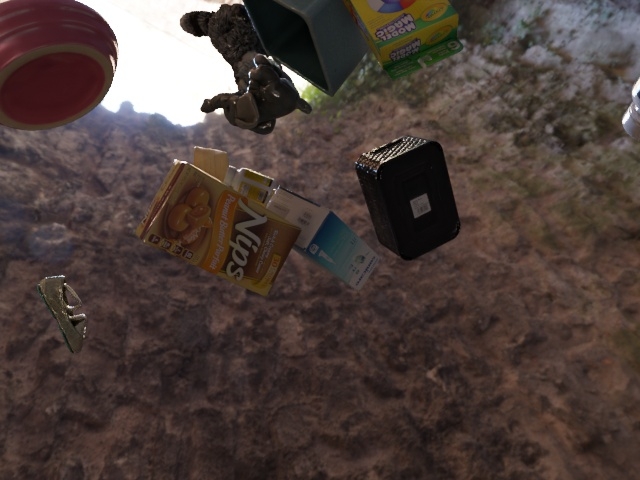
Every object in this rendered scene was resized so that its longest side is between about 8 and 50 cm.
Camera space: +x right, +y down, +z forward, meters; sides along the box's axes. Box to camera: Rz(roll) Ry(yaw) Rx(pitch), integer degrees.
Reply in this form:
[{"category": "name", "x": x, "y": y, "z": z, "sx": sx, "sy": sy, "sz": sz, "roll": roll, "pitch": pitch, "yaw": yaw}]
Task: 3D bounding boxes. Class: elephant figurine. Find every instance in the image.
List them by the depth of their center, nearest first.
[{"category": "elephant figurine", "x": -0.180, "y": -0.354, "z": 1.288, "sx": 0.169, "sy": 0.239, "sz": 0.185, "roll": 30, "pitch": -153, "yaw": -41}]

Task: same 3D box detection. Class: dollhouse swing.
[{"category": "dollhouse swing", "x": -0.290, "y": -0.124, "z": 1.741, "sx": 0.305, "sy": 0.346, "sz": 0.315, "roll": -3, "pitch": -141, "yaw": -10}]

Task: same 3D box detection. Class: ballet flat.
[{"category": "ballet flat", "x": -0.463, "y": 0.139, "z": 0.894, "sx": 0.053, "sy": 0.168, "sz": 0.057, "roll": -20, "pitch": -148, "yaw": -17}]

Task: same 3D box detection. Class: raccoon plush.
[{"category": "raccoon plush", "x": -0.309, "y": -0.632, "z": 1.694, "sx": 0.447, "sy": 0.298, "sz": 0.216, "roll": 15, "pitch": -167, "yaw": 41}]

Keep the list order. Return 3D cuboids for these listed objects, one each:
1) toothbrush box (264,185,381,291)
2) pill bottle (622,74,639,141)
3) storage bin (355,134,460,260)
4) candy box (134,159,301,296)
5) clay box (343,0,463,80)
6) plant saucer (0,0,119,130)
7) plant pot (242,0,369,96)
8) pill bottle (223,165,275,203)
[{"category": "toothbrush box", "x": 0.000, "y": 0.000, "z": 1.338, "sx": 0.216, "sy": 0.126, "sz": 0.295, "roll": 29, "pitch": 172, "yaw": 42}, {"category": "pill bottle", "x": 0.503, "y": -0.222, "z": 0.667, "sx": 0.108, "sy": 0.180, "sz": 0.107, "roll": 0, "pitch": -122, "yaw": 0}, {"category": "storage bin", "x": 0.148, "y": -0.072, "z": 0.814, "sx": 0.084, "sy": 0.122, "sz": 0.180, "roll": 41, "pitch": 155, "yaw": 64}, {"category": "candy box", "x": -0.216, "y": -0.020, "z": 1.074, "sx": 0.317, "sy": 0.182, "sz": 0.088, "roll": 30, "pitch": 177, "yaw": -34}, {"category": "clay box", "x": 0.124, "y": -0.363, "z": 0.766, "sx": 0.053, "sy": 0.128, "sz": 0.221, "roll": 60, "pitch": -173, "yaw": -62}, {"category": "plant saucer", "x": -0.560, "y": -0.335, "z": 0.986, "sx": 0.084, "sy": 0.332, "sz": 0.332, "roll": 56, "pitch": -153, "yaw": 8}, {"category": "plant pot", "x": 0.003, "y": -0.539, "z": 1.099, "sx": 0.247, "sy": 0.252, "sz": 0.247, "roll": 40, "pitch": 171, "yaw": 25}, {"category": "pill bottle", "x": -0.172, "y": -0.137, "z": 1.172, "sx": 0.117, "sy": 0.065, "sz": 0.065, "roll": 22, "pitch": -155, "yaw": -10}]
